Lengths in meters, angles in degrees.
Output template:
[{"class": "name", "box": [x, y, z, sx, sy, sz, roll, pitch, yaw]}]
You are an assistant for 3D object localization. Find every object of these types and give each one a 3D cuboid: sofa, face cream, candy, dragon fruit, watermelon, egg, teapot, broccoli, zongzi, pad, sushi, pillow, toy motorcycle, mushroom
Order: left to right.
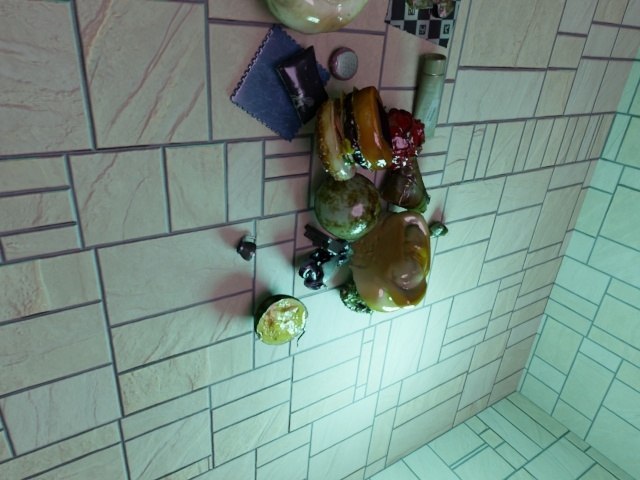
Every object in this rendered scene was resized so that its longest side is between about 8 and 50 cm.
[{"class": "teapot", "box": [-0.254, 0.022, 1.543, 0.057, 0.066, 0.088, 28, 74, -26]}, {"class": "watermelon", "box": [-0.157, 0.293, 1.712, 0.232, 0.127, 0.204, 15, 104, -38]}, {"class": "pad", "box": [-0.116, -0.480, 1.396, 0.269, 0.012, 0.269, 26, 97, -42]}, {"class": "pillow", "box": [-0.045, -0.482, 1.400, 0.141, 0.055, 0.208, -40, 134, -16]}, {"class": "sofa", "box": [0.000, 0.000, 1.655, 0.085, 0.147, 0.060, 32, 89, -45]}, {"class": "toy motorcycle", "box": [0.018, 0.103, 1.758, 0.270, 0.106, 0.159, -26, 132, -38]}, {"class": "mushroom", "box": [0.016, -0.740, 1.175, 0.325, 0.352, 0.354, -42, 141, -54]}, {"class": "candy", "box": [0.076, -0.578, 1.464, 0.103, 0.043, 0.103, -16, 122, -27]}, {"class": "egg", "box": [0.105, -0.120, 1.611, 0.238, 0.238, 0.289, -53, 151, 0]}, {"class": "broccoli", "box": [0.202, 0.227, 1.916, 0.226, 0.176, 0.198, -13, 122, -48]}, {"class": "dragon fruit", "box": [0.237, -0.360, 1.620, 0.292, 0.234, 0.234, -6, 122, 1]}, {"class": "zongzi", "box": [0.385, -0.267, 1.824, 0.260, 0.123, 0.289, 12, 98, -47]}, {"class": "face cream", "box": [0.415, -0.535, 1.725, 0.137, 0.084, 0.342, -20, 133, -24]}, {"class": "zongzi", "box": [0.545, -0.026, 2.128, 0.130, 0.062, 0.154, -42, 152, 17]}, {"class": "sushi", "box": [0.405, -0.866, 1.531, 0.339, 0.068, 0.320, 1, 113, -37]}]

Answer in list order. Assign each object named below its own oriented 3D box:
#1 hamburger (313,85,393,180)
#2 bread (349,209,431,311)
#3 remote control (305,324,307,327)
[{"class": "hamburger", "box": [0.102, -0.335, 1.423, 0.225, 0.291, 0.291, -8, 132, 19]}, {"class": "bread", "box": [0.288, 0.069, 1.768, 0.328, 0.245, 0.424, 26, 62, -20]}, {"class": "remote control", "box": [-0.136, 0.337, 1.825, 0.184, 0.027, 0.050, 4, 110, -33]}]
